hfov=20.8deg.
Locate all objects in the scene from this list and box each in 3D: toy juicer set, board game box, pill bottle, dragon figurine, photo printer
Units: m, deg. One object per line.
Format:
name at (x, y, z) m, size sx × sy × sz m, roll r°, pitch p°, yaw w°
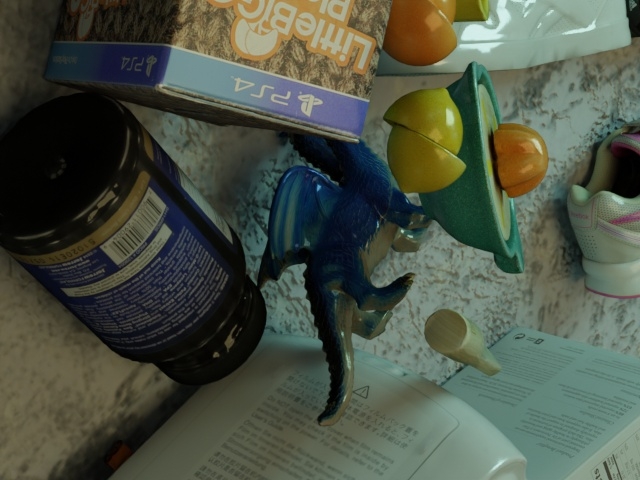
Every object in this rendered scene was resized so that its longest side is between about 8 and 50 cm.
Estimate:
toy juicer set at (0.105, -0.044, 1.166) m, size 0.209 × 0.089 × 0.329 m, roll -46°, pitch 126°, yaw -74°
board game box at (-0.051, -0.224, 1.140) m, size 0.141 × 0.232 × 0.291 m, roll 13°, pitch 90°, yaw -26°
pill bottle at (-0.126, 0.008, 1.196) m, size 0.123 × 0.122 × 0.219 m, roll -56°, pitch 139°, yaw -16°
dragon figurine at (0.000, 0.000, 1.278) m, size 0.144 × 0.085 × 0.289 m, roll 23°, pitch 66°, yaw 0°
photo printer at (-0.021, 0.204, 1.237) m, size 0.307 × 0.256 × 0.107 m, roll -45°, pitch 142°, yaw -31°

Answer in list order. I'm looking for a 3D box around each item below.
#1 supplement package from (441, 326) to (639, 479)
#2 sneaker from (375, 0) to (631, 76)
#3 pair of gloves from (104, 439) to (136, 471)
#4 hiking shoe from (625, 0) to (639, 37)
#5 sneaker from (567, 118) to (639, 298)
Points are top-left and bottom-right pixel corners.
supplement package at (0.170, 0.235, 1.431) m, size 0.262 × 0.199 × 0.198 m, roll -34°, pitch 118°, yaw -29°
sneaker at (0.140, -0.221, 1.394) m, size 0.292 × 0.108 × 0.169 m, roll -17°, pitch 107°, yaw -45°
pair of gloves at (-0.149, 0.198, 1.295) m, size 0.074 × 0.010 × 0.083 m, roll 47°, pitch 68°, yaw -36°
hiking shoe at (0.358, -0.213, 1.553) m, size 0.226 × 0.114 × 0.086 m, roll -15°, pitch 108°, yaw -36°
sneaker at (0.314, -0.065, 1.553) m, size 0.252 × 0.103 × 0.111 m, roll -45°, pitch 124°, yaw -24°
